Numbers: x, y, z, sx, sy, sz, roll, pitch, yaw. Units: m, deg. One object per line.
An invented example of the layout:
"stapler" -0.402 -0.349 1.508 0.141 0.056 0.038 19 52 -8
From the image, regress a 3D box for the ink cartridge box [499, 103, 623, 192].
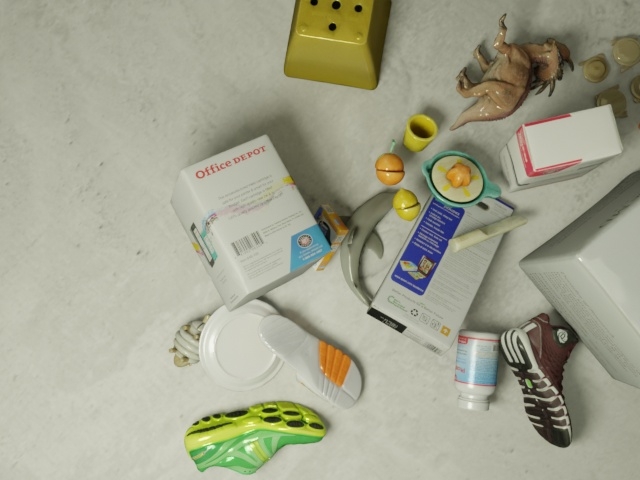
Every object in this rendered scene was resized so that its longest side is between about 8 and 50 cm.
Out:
"ink cartridge box" 0.472 -0.178 1.421 0.171 0.237 0.100 -12 83 2

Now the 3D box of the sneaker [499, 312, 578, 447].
"sneaker" 0.493 0.278 1.464 0.162 0.106 0.282 -31 104 -25

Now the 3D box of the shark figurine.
"shark figurine" 0.080 0.032 1.487 0.166 0.116 0.279 0 85 4

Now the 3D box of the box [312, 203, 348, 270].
"box" 0.000 0.000 1.491 0.081 0.028 0.136 54 127 31

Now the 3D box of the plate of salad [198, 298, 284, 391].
"plate of salad" -0.163 0.220 1.500 0.199 0.048 0.200 -3 96 -24

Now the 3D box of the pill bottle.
"pill bottle" 0.325 0.269 1.474 0.087 0.087 0.160 6 86 3

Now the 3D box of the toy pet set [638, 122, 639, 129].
"toy pet set" 0.738 -0.216 1.498 0.122 0.065 0.114 30 88 4

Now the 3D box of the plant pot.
"plant pot" 0.034 -0.456 1.479 0.212 0.187 0.212 10 88 3

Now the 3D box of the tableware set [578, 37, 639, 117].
"tableware set" 0.648 -0.352 1.533 0.141 0.020 0.169 -22 87 3

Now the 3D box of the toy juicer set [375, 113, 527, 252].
"toy juicer set" 0.257 -0.102 1.449 0.329 0.089 0.209 44 64 10

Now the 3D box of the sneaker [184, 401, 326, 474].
"sneaker" -0.134 0.420 1.488 0.295 0.109 0.124 -8 109 0

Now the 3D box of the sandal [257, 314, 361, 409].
"sandal" -0.026 0.250 1.493 0.265 0.076 0.102 41 65 -7

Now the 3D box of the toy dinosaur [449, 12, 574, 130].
"toy dinosaur" 0.405 -0.334 1.494 0.200 0.127 0.296 34 94 -3

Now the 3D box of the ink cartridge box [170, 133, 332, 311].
"ink cartridge box" -0.147 -0.033 1.424 0.198 0.197 0.270 -26 84 -23

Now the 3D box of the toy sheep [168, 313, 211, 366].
"toy sheep" -0.270 0.213 1.500 0.091 0.091 0.132 37 97 4

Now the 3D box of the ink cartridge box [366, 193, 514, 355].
"ink cartridge box" 0.254 0.039 1.464 0.175 0.069 0.371 30 65 4

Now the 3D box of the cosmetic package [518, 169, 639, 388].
"cosmetic package" 0.639 0.062 1.321 0.329 0.394 0.327 -38 86 -1
